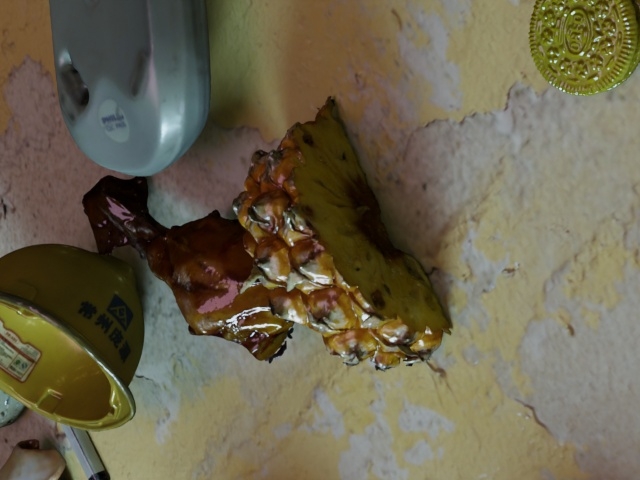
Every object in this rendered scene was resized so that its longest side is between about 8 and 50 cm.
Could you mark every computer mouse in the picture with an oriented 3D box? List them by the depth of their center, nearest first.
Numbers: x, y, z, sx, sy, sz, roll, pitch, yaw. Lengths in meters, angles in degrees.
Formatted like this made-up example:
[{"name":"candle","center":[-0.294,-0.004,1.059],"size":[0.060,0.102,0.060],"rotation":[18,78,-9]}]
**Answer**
[{"name":"computer mouse","center":[-0.164,-0.221,1.097],"size":[0.197,0.095,0.331],"rotation":[-8,86,45]}]

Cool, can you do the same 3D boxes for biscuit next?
[{"name":"biscuit","center":[0.174,-0.137,0.818],"size":[0.084,0.023,0.084],"rotation":[16,112,44]}]

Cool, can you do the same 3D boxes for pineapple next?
[{"name":"pineapple","center":[-0.001,0.001,0.952],"size":[0.079,0.135,0.233],"rotation":[-47,65,41]}]

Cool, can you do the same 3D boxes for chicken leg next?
[{"name":"chicken leg","center":[-0.128,0.011,1.115],"size":[0.304,0.093,0.113],"rotation":[24,88,43]}]

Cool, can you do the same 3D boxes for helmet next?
[{"name":"helmet","center":[-0.245,0.073,1.214],"size":[0.257,0.140,0.205],"rotation":[-10,128,47]}]

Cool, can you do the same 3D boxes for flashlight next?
[{"name":"flashlight","center":[-0.254,0.230,1.352],"size":[0.018,0.018,0.083],"rotation":[-45,68,40]}]

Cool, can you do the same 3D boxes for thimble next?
[{"name":"thimble","center":[-0.386,0.178,1.443],"size":[0.110,0.062,0.084],"rotation":[-25,83,47]}]

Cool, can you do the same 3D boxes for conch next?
[{"name":"conch","center":[-0.353,0.356,1.407],"size":[0.158,0.127,0.255],"rotation":[15,110,43]}]
